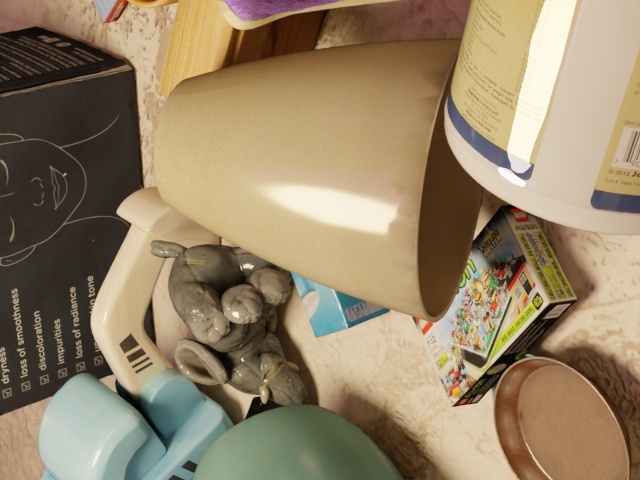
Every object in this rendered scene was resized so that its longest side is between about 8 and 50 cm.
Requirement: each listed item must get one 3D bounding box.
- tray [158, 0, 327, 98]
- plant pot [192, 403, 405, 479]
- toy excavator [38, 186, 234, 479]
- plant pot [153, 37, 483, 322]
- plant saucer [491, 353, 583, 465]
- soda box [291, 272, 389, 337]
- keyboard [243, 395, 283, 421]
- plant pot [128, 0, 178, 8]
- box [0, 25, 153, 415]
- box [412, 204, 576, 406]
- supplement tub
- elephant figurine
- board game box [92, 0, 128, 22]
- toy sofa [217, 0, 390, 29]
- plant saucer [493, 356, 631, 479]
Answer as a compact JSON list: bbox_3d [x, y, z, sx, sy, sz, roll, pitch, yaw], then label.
[{"bbox_3d":[-0.031,-0.323,1.209,0.076,0.203,0.411,35,134,14],"label":"tray"},{"bbox_3d":[-0.022,0.336,1.460,0.235,0.293,0.293,63,146,35],"label":"plant pot"},{"bbox_3d":[-0.250,0.209,1.705,0.222,0.433,0.445,29,155,43],"label":"toy excavator"},{"bbox_3d":[-0.005,-0.073,1.164,0.274,0.256,0.257,9,117,17],"label":"plant pot"},{"bbox_3d":[0.223,0.168,1.266,0.119,0.021,0.119,27,125,45],"label":"plant saucer"},{"bbox_3d":[0.000,0.000,1.442,0.071,0.067,0.210,-23,87,54],"label":"soda box"},{"bbox_3d":[-0.094,0.300,1.672,0.100,0.038,0.192,11,77,50],"label":"keyboard"},{"bbox_3d":[-0.123,-0.364,1.329,0.205,0.188,0.205,28,127,44],"label":"plant pot"},{"bbox_3d":[-0.521,-0.010,1.775,0.297,0.471,0.480,26,125,44],"label":"box"},{"bbox_3d":[0.168,0.069,1.259,0.207,0.036,0.114,-58,46,47],"label":"box"},{"bbox_3d":[0.228,-0.188,0.917,0.228,0.228,0.316,40,134,35],"label":"supplement tub"},{"bbox_3d":[-0.106,0.128,1.583,0.186,0.169,0.239,-105,6,-47],"label":"elephant figurine"},{"bbox_3d":[-0.317,-0.449,1.681,0.281,0.027,0.145,63,145,10],"label":"board game box"},{"bbox_3d":[0.066,-0.288,0.972,0.150,0.362,0.177,-39,68,52],"label":"toy sofa"},{"bbox_3d":[0.237,0.188,1.213,0.168,0.029,0.168,26,126,43],"label":"plant saucer"}]
